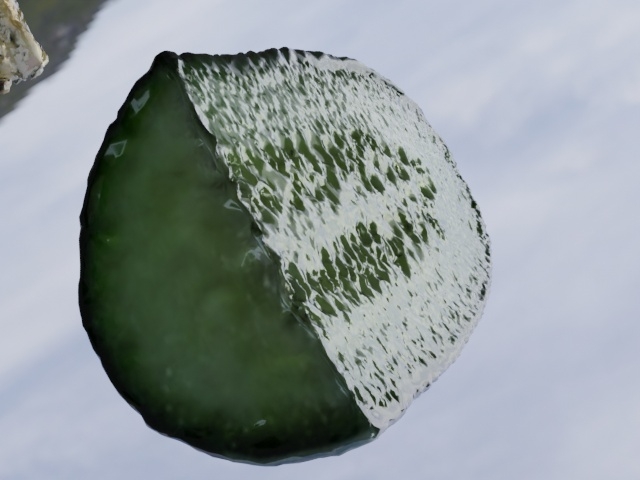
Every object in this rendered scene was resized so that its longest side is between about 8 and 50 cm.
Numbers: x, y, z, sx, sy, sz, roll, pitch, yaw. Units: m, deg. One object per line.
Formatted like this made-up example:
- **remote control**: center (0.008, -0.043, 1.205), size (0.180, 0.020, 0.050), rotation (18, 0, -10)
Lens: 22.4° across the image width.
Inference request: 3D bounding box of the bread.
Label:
- **bread**: center (-0.173, -0.111, 0.764), size (0.053, 0.072, 0.106), rotation (-33, -149, -16)

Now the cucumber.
- **cucumber**: center (0.000, 0.000, 0.517), size (0.063, 0.115, 0.244), rotation (-32, 176, 20)
